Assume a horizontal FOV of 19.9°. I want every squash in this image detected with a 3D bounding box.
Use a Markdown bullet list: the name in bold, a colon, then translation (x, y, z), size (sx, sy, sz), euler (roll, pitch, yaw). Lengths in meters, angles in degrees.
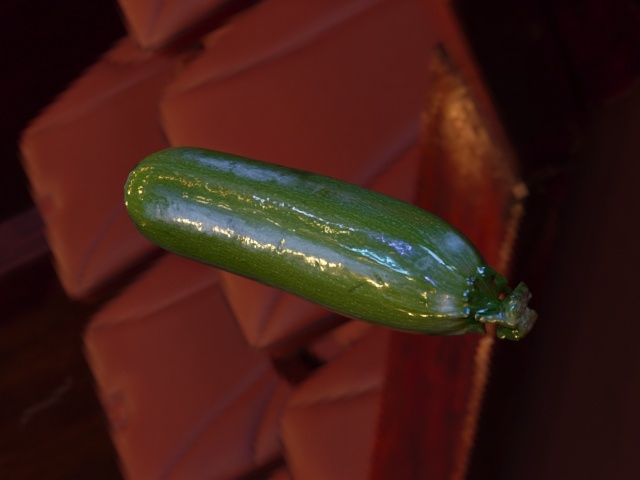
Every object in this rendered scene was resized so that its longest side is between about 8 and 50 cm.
- **squash**: translation (0.000, 0.000, 1.389), size (0.379, 0.101, 0.101), euler (18, 151, 35)
